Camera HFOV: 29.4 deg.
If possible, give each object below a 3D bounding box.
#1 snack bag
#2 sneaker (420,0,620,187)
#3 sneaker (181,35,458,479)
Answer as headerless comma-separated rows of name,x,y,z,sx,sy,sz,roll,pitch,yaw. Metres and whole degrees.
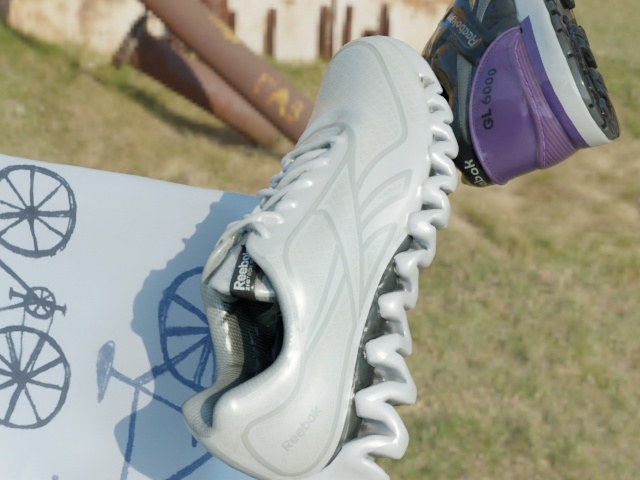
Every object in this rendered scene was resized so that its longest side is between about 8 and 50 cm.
snack bag,-0.160,0.102,0.743,0.343,0.323,0.037,10,-24,-26
sneaker,0.116,-0.157,0.883,0.124,0.107,0.283,-27,41,22
sneaker,0.000,0.000,0.698,0.118,0.292,0.110,24,-27,-29
